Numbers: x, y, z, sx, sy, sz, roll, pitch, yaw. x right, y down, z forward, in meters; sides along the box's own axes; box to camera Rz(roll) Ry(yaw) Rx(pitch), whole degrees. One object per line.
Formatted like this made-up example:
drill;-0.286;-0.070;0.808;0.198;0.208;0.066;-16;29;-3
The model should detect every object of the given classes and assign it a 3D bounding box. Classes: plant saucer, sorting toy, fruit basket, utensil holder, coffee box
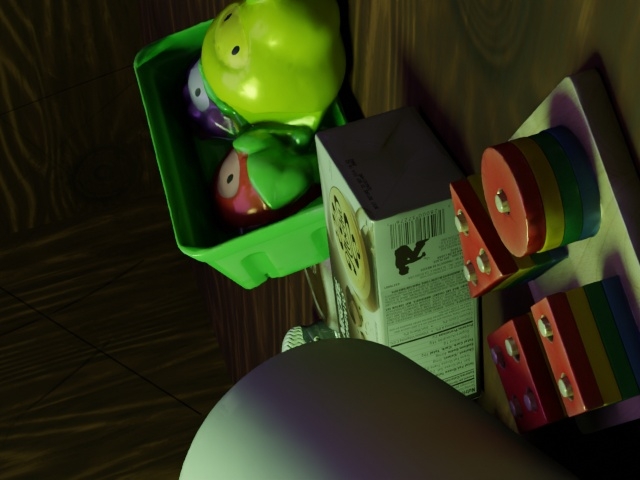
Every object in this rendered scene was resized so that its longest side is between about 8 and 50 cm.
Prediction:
plant saucer;0.000;0.000;2.135;0.310;0.050;0.311;164;90;-83
sorting toy;0.185;0.029;1.194;0.257;0.089;0.256;120;133;-76
fruit basket;-0.084;-0.174;1.861;0.392;0.282;0.392;-21;-90;-86
utensil holder;0.078;0.295;1.318;0.385;0.327;0.328;33;140;56
coffee box;0.087;0.030;1.609;0.168;0.118;0.297;-120;17;-47

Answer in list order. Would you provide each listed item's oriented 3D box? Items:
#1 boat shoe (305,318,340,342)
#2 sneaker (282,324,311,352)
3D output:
boat shoe;0.021;0.224;2.339;0.080;0.076;0.229;-126;22;-60
sneaker;-0.021;0.259;2.557;0.235;0.094;0.153;65;161;-5
